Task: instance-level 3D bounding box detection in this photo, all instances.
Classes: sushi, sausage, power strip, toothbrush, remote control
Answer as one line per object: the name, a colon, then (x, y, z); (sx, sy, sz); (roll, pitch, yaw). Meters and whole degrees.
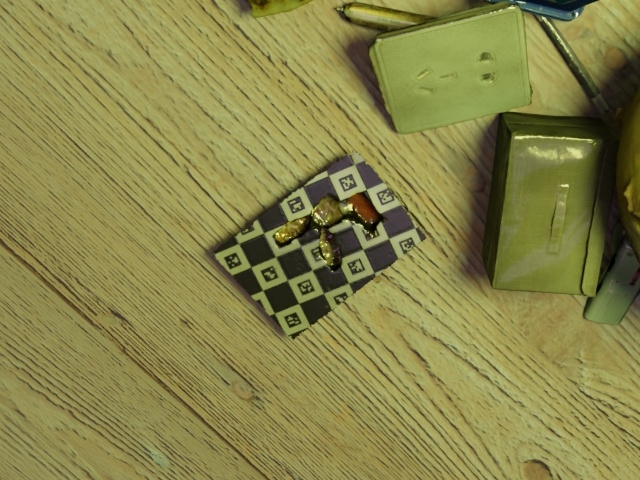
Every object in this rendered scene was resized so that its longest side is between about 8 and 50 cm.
sushi: (0.000, 0.000, 1.396); (0.279, 0.043, 0.192); (-38, 103, 15)
sausage: (0.154, -0.302, 1.284); (0.268, 0.033, 0.033); (11, 110, 0)
power strip: (0.184, -0.248, 1.268); (0.213, 0.065, 0.198); (-11, 144, 10)
toothbrush: (0.329, -0.297, 1.281); (0.026, 0.024, 0.288); (-38, 102, 1)
remote control: (0.459, 0.066, 1.371); (0.065, 0.029, 0.166); (12, 134, -1)

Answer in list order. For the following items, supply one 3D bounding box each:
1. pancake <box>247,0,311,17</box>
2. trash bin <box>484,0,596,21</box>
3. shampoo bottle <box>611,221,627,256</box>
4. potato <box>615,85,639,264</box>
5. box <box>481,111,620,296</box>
pancake: (-0.015, -0.499, 1.189); (0.304, 0.067, 0.427); (20, 112, 21)
trash bin: (0.309, -0.380, 1.129); (0.162, 0.234, 0.184); (10, 100, -9)
shampoo bottle: (0.548, 0.010, 1.359); (0.212, 0.049, 0.072); (6, 116, 2)
potato: (0.549, -0.049, 1.152); (0.319, 0.385, 0.442); (-40, 101, 13)
box: (0.324, -0.053, 1.297); (0.148, 0.155, 0.232); (4, 111, 3)
